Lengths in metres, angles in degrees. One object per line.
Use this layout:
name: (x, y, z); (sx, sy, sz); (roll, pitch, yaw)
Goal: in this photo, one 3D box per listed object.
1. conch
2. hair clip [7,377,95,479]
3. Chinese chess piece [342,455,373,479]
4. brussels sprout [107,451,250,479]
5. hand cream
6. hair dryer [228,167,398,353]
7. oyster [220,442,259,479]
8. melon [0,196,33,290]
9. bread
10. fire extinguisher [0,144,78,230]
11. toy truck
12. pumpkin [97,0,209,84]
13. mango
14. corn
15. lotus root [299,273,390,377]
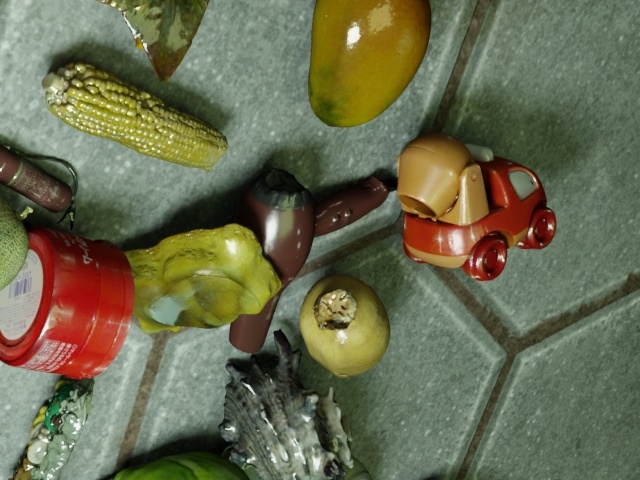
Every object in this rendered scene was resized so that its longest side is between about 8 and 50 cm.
conch: (-0.028, 0.301, 1.926); (0.186, 0.313, 0.240); (-37, 180, 21)
hair clip: (-0.408, 0.336, 1.769); (0.091, 0.138, 0.321); (14, 111, -8)
Chinese chess piece: (0.001, 0.471, 2.095); (0.238, 0.092, 0.238); (-44, 148, -38)
brussels sprout: (-0.237, 0.442, 1.880); (0.271, 0.210, 0.220); (3, 91, 6)
hand cream: (-0.347, 0.083, 1.601); (0.125, 0.193, 0.193); (15, 107, -41)
hair dryer: (0.000, 0.000, 1.878); (0.340, 0.123, 0.313); (-23, 140, -36)
oyster: (-0.126, 0.422, 2.034); (0.199, 0.087, 0.252); (-11, 118, -23)
melon: (-0.446, 0.010, 1.520); (0.192, 0.139, 0.139); (-33, 131, -11)
bread: (-0.181, 0.064, 1.719); (0.233, 0.088, 0.161); (-20, 137, 13)
fire extinguisher: (-0.371, -0.080, 1.586); (0.157, 0.045, 0.078); (34, 73, -42)
toy truck: (0.234, -0.078, 1.913); (0.264, 0.189, 0.239); (-29, 121, -34)
pumpkin: (-0.198, -0.373, 1.492); (0.258, 0.095, 0.290); (39, 82, -31)
mango: (0.070, -0.281, 1.711); (0.175, 0.139, 0.255); (-6, 128, -19)
corn: (-0.240, -0.161, 1.601); (0.288, 0.086, 0.087); (20, 104, -43)
lotus root: (0.041, 0.135, 1.896); (0.131, 0.146, 0.303); (-48, 165, -12)
